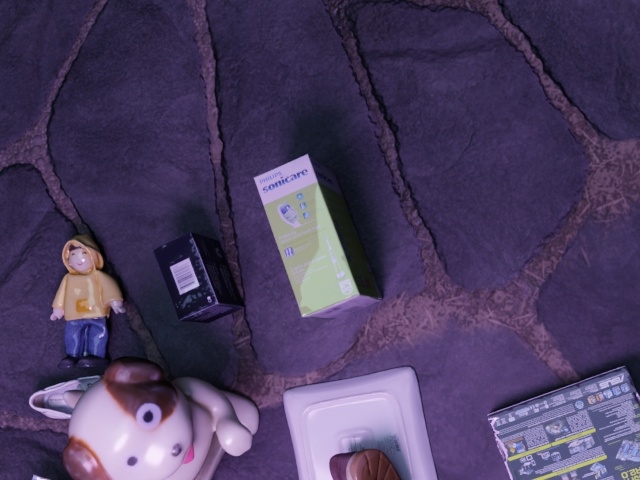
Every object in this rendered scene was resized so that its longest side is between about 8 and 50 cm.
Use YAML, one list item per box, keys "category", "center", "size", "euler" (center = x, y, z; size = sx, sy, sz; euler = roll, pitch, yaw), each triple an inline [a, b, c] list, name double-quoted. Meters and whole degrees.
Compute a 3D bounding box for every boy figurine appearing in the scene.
- category: "boy figurine"
  center: [-0.497, 0.128, 1.852]
  size: [0.177, 0.092, 0.285]
  euler: [-1, 87, 18]

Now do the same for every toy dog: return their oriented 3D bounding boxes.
- category: "toy dog"
  center: [-0.308, 0.337, 1.573]
  size: [0.395, 0.408, 0.285]
  euler: [35, 79, 10]

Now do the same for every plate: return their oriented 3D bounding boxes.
- category: "plate"
  center: [0.074, 0.405, 1.682]
  size: [0.277, 0.045, 0.278]
  euler: [-13, 80, 13]

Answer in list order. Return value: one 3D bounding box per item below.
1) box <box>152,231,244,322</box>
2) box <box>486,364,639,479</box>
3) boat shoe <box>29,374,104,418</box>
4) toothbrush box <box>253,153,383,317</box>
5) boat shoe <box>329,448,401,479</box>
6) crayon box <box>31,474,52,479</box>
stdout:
- category: "box"
  center: [-0.244, 0.079, 1.749]
  size: [0.093, 0.158, 0.156]
  euler: [-25, 77, 11]
- category: "box"
  center: [0.466, 0.372, 1.568]
  size: [0.270, 0.060, 0.216]
  euler: [-23, 79, 12]
- category: "boat shoe"
  center: [-0.480, 0.334, 1.818]
  size: [0.276, 0.096, 0.098]
  euler: [-11, 78, 13]
- category: "toothbrush box"
  center: [0.000, 0.000, 1.666]
  size: [0.122, 0.206, 0.283]
  euler: [-21, 79, 13]
- category: "boat shoe"
  center: [0.116, 0.537, 1.604]
  size: [0.123, 0.123, 0.342]
  euler: [-15, 108, 46]
- category: "crayon box"
  center: [-0.455, 0.618, 1.721]
  size: [0.322, 0.083, 0.203]
  euler: [20, 89, -7]
